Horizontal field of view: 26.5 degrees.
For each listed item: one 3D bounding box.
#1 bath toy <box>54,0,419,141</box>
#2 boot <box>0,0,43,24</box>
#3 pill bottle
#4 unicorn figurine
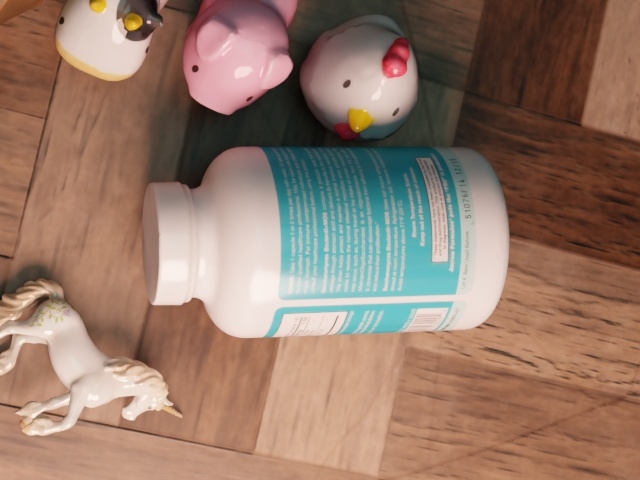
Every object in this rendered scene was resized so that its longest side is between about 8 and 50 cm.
[{"bbox_3d":[-0.075,-0.166,1.031,0.348,0.129,0.151,22,84,-16],"label":"bath toy"},{"bbox_3d":[-0.320,-0.188,0.931,0.220,0.283,0.109,48,39,0],"label":"boot"},{"bbox_3d":[0.000,0.000,1.043,0.264,0.146,0.146,-1,90,-16],"label":"pill bottle"},{"bbox_3d":[-0.187,0.100,1.034,0.111,0.060,0.162,-31,99,-13],"label":"unicorn figurine"}]
